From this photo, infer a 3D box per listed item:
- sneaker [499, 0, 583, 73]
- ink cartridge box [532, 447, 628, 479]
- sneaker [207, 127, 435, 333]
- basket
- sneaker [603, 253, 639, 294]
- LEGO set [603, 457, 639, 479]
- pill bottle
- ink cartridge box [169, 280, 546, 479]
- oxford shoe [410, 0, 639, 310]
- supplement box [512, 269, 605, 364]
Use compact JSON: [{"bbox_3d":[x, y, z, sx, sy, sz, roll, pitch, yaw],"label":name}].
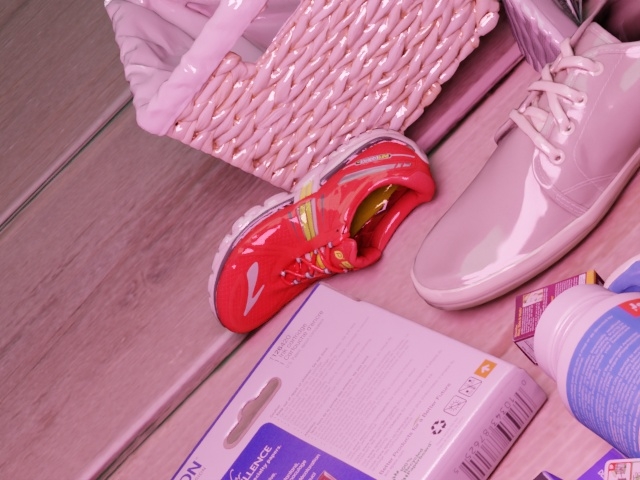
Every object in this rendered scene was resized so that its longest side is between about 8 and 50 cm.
[{"bbox_3d":[0.240,-0.274,2.010,0.115,0.105,0.281,-23,44,3],"label":"sneaker"},{"bbox_3d":[0.201,0.272,1.516,0.208,0.045,0.206,-43,34,-2],"label":"ink cartridge box"},{"bbox_3d":[0.000,0.000,1.972,0.279,0.107,0.118,-43,43,6],"label":"sneaker"},{"bbox_3d":[-0.027,-0.264,2.076,0.328,0.266,0.331,-51,30,20],"label":"basket"},{"bbox_3d":[0.307,0.050,1.631,0.152,0.058,0.084,-16,34,26],"label":"sneaker"},{"bbox_3d":[0.280,0.277,1.378,0.182,0.060,0.244,-12,65,45],"label":"LEGO set"},{"bbox_3d":[0.267,0.114,1.543,0.124,0.124,0.221,-47,35,-5],"label":"pill bottle"},{"bbox_3d":[0.013,0.205,1.768,0.303,0.072,0.307,-53,32,-11],"label":"ink cartridge box"},{"bbox_3d":[0.243,-0.117,1.818,0.449,0.130,0.169,-44,35,3],"label":"oxford shoe"},{"bbox_3d":[0.218,0.069,1.716,0.083,0.043,0.055,-21,40,30],"label":"supplement box"}]
